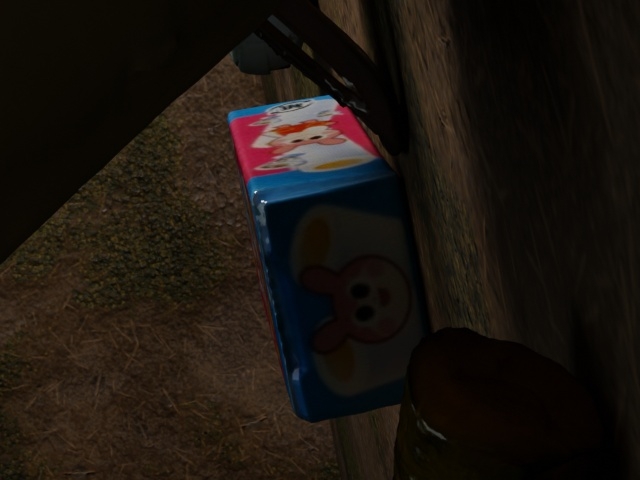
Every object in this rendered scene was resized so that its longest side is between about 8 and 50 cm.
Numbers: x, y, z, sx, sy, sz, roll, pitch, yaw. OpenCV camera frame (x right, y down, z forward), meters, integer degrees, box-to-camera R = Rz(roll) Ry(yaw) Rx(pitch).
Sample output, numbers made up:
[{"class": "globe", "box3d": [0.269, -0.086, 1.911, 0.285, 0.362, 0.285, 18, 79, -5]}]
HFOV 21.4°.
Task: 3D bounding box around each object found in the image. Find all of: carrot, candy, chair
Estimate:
[{"class": "carrot", "box3d": [0.065, 0.106, 0.622, 0.173, 0.082, 0.082, 91, 169, -44]}, {"class": "candy", "box3d": [0.001, 0.000, 1.192, 0.306, 0.100, 0.157, -110, 10, -75]}, {"class": "chair", "box3d": [-0.041, -0.216, 0.993, 0.326, 0.183, 0.175, 33, -174, -11]}]

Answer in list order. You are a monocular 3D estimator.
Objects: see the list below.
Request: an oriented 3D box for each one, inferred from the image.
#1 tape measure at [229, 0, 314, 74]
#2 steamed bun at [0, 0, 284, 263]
[{"class": "tape measure", "box3d": [-0.060, -0.266, 1.372, 0.330, 0.084, 0.164, 81, 174, -59]}, {"class": "steamed bun", "box3d": [-0.217, -0.214, 0.630, 0.456, 0.371, 0.290, 48, 147, -13]}]
